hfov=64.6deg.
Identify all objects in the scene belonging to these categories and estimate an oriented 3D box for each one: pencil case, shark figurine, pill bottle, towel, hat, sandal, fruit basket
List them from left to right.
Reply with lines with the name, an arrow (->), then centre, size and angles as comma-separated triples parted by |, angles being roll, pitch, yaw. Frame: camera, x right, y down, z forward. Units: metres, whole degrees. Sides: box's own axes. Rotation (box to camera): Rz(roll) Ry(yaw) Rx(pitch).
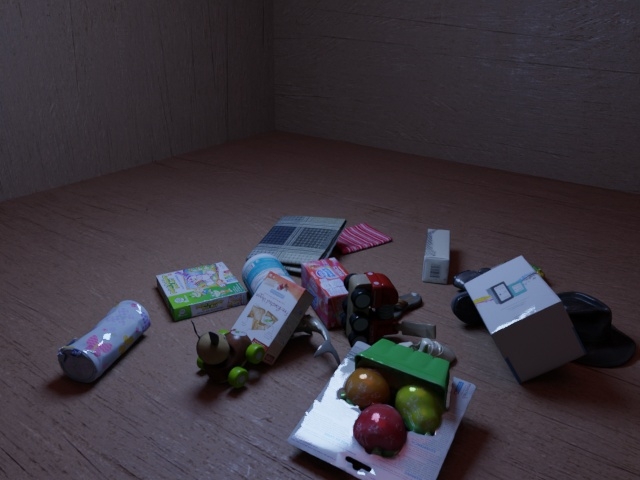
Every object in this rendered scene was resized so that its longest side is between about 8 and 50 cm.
pencil case -> -0.599, 0.276, 1.420 | 0.124, 0.113, 0.273 | 16, 27, 11
pill bottle -> -0.160, 0.157, 1.668 | 0.147, 0.146, 0.264 | -9, 27, -21
towel -> -0.086, 0.008, 2.007 | 0.325, 0.056, 0.312 | 4, 38, 28
shark figurine -> -0.036, 0.270, 1.495 | 0.279, 0.116, 0.166 | 10, 58, 36
towel -> 0.147, -0.012, 2.195 | 0.275, 0.031, 0.199 | -14, 30, -31
fruit basket -> 0.152, 0.407, 1.182 | 0.327, 0.165, 0.353 | 14, 43, 27
sandal -> 0.258, 0.208, 1.681 | 0.220, 0.060, 0.090 | -17, 30, -34
hat -> 0.795, 0.238, 1.560 | 0.332, 0.133, 0.331 | 1, 24, -1

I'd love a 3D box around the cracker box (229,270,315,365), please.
cracker box -> -0.144, 0.221, 1.465 | 0.156, 0.067, 0.232 | 22, 75, 38

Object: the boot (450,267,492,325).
boot -> 0.522, 0.180, 1.722 | 0.339, 0.118, 0.223 | 0, 19, -30

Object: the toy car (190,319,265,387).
toy car -> -0.266, 0.271, 1.326 | 0.155, 0.188, 0.148 | 14, 55, 35

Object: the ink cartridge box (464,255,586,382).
ink cartridge box -> 0.569, 0.215, 1.440 | 0.197, 0.198, 0.270 | -29, 21, 12

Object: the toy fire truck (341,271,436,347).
toy fire truck -> 0.200, 0.211, 1.484 | 0.247, 0.216, 0.158 | -3, 24, -12

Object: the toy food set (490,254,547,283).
toy food set -> 0.757, 0.107, 1.916 | 0.128, 0.071, 0.218 | -13, 28, -29

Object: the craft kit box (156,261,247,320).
craft kit box -> -0.413, 0.168, 1.744 | 0.247, 0.060, 0.250 | -15, 29, -26

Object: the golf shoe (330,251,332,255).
golf shoe -> 0.000, 0.000, 2.095 | 0.069, 0.085, 0.176 | -11, 26, -23

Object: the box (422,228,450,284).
box -> 0.452, 0.056, 1.966 | 0.094, 0.113, 0.275 | 6, 23, 12

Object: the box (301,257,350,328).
box -> 0.035, 0.168, 1.680 | 0.128, 0.122, 0.257 | -8, 26, -20

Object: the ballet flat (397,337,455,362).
ballet flat -> 0.271, 0.316, 1.419 | 0.249, 0.086, 0.086 | -7, 26, -18
